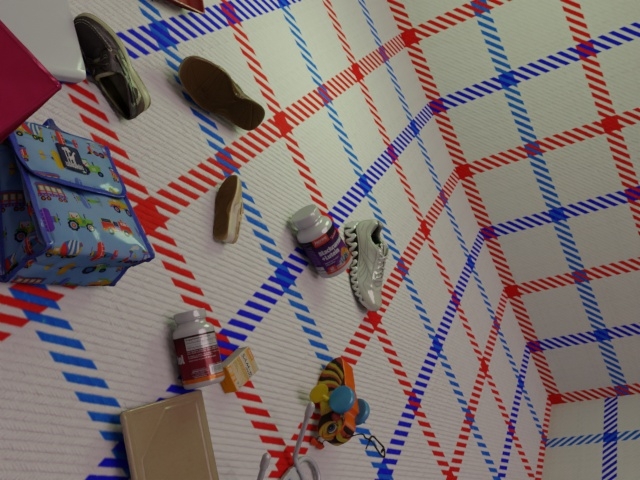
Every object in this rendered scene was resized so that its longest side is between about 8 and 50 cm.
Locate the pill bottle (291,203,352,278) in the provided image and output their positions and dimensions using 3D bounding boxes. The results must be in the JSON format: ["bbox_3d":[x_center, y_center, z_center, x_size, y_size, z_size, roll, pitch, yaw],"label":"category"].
[{"bbox_3d":[0.000,0.000,1.858,0.194,0.108,0.108,59,33,-23],"label":"pill bottle"}]

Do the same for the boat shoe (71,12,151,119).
[{"bbox_3d":[-0.425,-0.345,1.354,0.224,0.080,0.073,60,27,-29],"label":"boat shoe"}]

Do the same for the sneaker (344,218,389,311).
[{"bbox_3d":[0.156,0.072,2.074,0.110,0.118,0.292,8,70,-59],"label":"sneaker"}]

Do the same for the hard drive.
[{"bbox_3d":[-0.571,-0.395,1.175,0.318,0.040,0.211,-10,84,-60],"label":"hard drive"}]

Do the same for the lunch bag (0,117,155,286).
[{"bbox_3d":[-0.447,-0.079,1.172,0.221,0.138,0.294,9,56,-56],"label":"lunch bag"}]

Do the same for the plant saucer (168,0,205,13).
[{"bbox_3d":[-0.396,-0.687,1.602,0.259,0.047,0.259,4,73,-57],"label":"plant saucer"}]

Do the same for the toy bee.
[{"bbox_3d":[0.034,0.439,1.691,0.195,0.162,0.298,53,10,-17],"label":"toy bee"}]

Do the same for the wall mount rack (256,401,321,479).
[{"bbox_3d":[-0.058,0.547,1.472,0.350,0.130,0.304,-36,106,-59],"label":"wall mount rack"}]

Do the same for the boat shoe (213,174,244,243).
[{"bbox_3d":[-0.212,-0.071,1.596,0.059,0.062,0.170,35,57,-50],"label":"boat shoe"}]

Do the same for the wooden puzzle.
[{"bbox_3d":[-0.281,0.411,1.265,0.238,0.044,0.221,3,73,-63],"label":"wooden puzzle"}]

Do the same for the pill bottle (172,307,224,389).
[{"bbox_3d":[-0.250,0.218,1.360,0.086,0.086,0.152,-2,77,-59],"label":"pill bottle"}]

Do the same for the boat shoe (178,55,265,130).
[{"bbox_3d":[-0.252,-0.364,1.650,0.089,0.104,0.285,47,6,37],"label":"boat shoe"}]

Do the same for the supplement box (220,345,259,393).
[{"bbox_3d":[-0.183,0.285,1.485,0.098,0.036,0.062,-41,111,-58],"label":"supplement box"}]

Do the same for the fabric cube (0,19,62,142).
[{"bbox_3d":[-0.553,-0.182,0.853,0.259,0.254,0.258,49,36,-21],"label":"fabric cube"}]
